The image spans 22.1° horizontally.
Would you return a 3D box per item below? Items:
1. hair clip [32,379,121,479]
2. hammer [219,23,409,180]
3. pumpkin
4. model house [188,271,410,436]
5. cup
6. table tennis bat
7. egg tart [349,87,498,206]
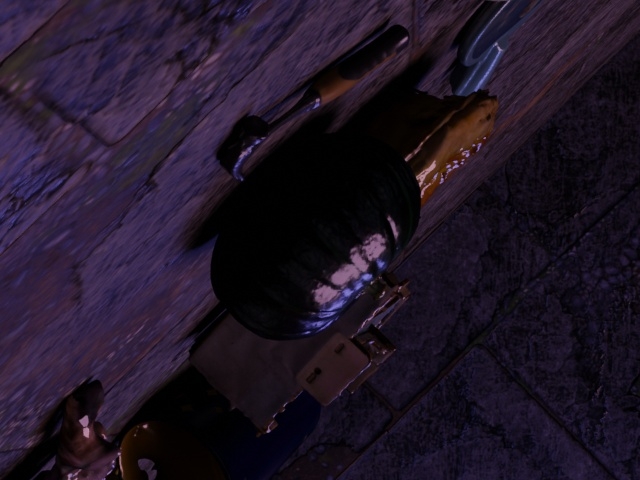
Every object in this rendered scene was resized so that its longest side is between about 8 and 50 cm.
[{"bbox_3d":[-0.253,0.230,1.603,0.173,0.069,0.300,-40,173,-36],"label":"hair clip"},{"bbox_3d":[-0.003,-0.104,1.193,0.201,0.021,0.078,-39,172,-37],"label":"hammer"},{"bbox_3d":[0.000,0.000,1.377,0.202,0.140,0.202,-43,177,-3],"label":"pumpkin"},{"bbox_3d":[0.005,0.080,1.851,0.271,0.178,0.206,-49,174,18],"label":"model house"},{"bbox_3d":[-0.160,0.241,2.137,0.256,0.255,0.178,-41,136,-53],"label":"cup"},{"bbox_3d":[0.180,-0.212,1.639,0.149,0.038,0.237,-42,171,-29],"label":"table tennis bat"},{"bbox_3d":[0.072,-0.068,1.569,0.241,0.106,0.241,-47,175,-5],"label":"egg tart"}]
